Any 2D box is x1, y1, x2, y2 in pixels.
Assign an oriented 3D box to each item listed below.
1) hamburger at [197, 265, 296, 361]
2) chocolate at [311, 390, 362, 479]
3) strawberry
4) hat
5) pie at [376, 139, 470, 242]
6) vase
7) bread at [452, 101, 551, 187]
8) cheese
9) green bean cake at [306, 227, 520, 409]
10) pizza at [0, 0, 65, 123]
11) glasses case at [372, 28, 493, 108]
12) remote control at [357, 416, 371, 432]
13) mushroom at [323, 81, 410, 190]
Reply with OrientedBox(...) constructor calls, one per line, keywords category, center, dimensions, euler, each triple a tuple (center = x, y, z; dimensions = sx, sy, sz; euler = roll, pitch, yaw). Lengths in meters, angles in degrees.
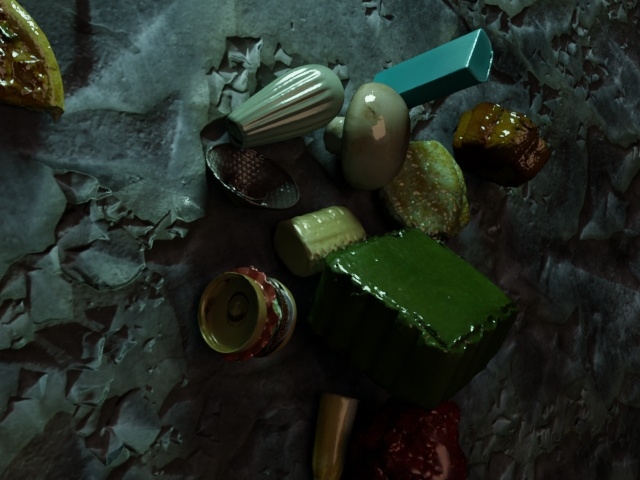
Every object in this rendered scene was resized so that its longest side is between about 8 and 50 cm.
OrientedBox(category="hamburger", center=(-0.118, 0.134, 1.201), dimensions=(0.137, 0.175, 0.175), euler=(18, 72, -50))
OrientedBox(category="chocolate", center=(0.016, 0.407, 1.324), dimensions=(0.085, 0.085, 0.219), euler=(22, 74, -35))
OrientedBox(category="strawberry", center=(0.158, 0.414, 1.312), dimensions=(0.220, 0.274, 0.274), euler=(14, 73, -22))
OrientedBox(category="hat", center=(-0.140, -0.093, 1.273), dimensions=(0.193, 0.082, 0.193), euler=(23, 31, -15))
OrientedBox(category="pie", center=(0.244, -0.106, 1.577), dimensions=(0.274, 0.105, 0.257), euler=(-40, 99, -37))
OrientedBox(category="vase", center=(-0.072, -0.254, 1.326), dimensions=(0.248, 0.128, 0.128), euler=(-31, 103, -30))
OrientedBox(category="bread", center=(0.451, -0.229, 1.681), dimensions=(0.232, 0.247, 0.135), euler=(38, 77, -20))
OrientedBox(category="cheese", center=(0.000, 0.000, 1.352), dimensions=(0.167, 0.094, 0.123), euler=(-20, 71, -41))
OrientedBox(category="green bean cake", center=(0.168, 0.146, 1.314), dimensions=(0.319, 0.335, 0.218), euler=(-16, 133, -44))
OrientedBox(category="pizza", center=(-0.504, -0.286, 1.007), dimensions=(0.197, 0.058, 0.292), euler=(-46, 112, -34))
OrientedBox(category="glasses case", center=(0.228, -0.347, 1.469), dimensions=(0.070, 0.301, 0.117), euler=(37, 61, -29))
OrientedBox(category="remote control", center=(0.113, 0.381, 1.443), dimensions=(0.091, 0.016, 0.034), euler=(-15, 108, -40))
OrientedBox(category="mushroom", center=(0.097, -0.219, 1.427), dimensions=(0.226, 0.178, 0.226), euler=(18, 90, -75))
